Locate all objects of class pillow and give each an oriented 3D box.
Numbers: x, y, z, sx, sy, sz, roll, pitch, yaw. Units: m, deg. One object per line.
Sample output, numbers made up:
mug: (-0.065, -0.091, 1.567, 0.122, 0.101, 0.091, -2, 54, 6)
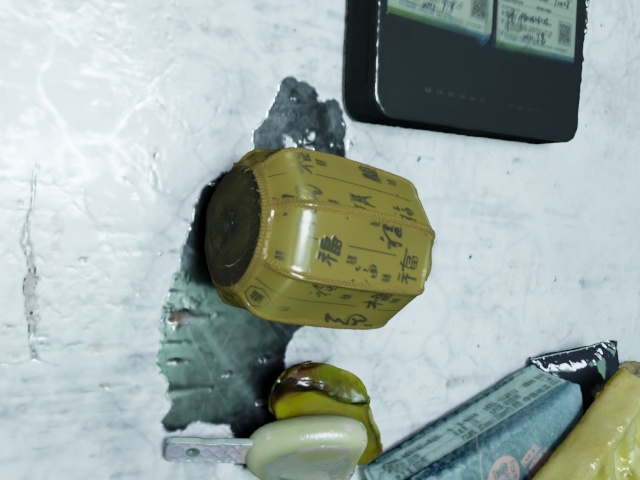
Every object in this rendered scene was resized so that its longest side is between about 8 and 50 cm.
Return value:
pillow: (0.388, 0.251, 0.817, 0.142, 0.055, 0.208, -14, 105, -5)

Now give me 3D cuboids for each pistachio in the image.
pistachio: (0.013, 0.176, 0.584, 0.090, 0.049, 0.173, -35, 123, 10)

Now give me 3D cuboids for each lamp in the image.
lamp: (0.000, 0.000, 0.497, 0.185, 0.161, 0.161, 7, 92, -34)

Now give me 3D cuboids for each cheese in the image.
cheese: (-0.054, 0.206, 0.536, 0.192, 0.037, 0.097, 8, 120, -16)

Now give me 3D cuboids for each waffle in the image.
waffle: (0.350, 0.303, 0.686, 0.274, 0.057, 0.167, -36, 114, -26)

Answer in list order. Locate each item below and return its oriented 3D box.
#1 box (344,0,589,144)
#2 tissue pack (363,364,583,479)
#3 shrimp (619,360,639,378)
box: (0.185, -0.229, 0.643, 0.350, 0.058, 0.211, 0, 94, -32)
tissue pack: (0.214, 0.328, 0.702, 0.316, 0.103, 0.227, -18, 108, -29)
shrimp: (0.528, 0.264, 0.924, 0.255, 0.059, 0.145, -20, 97, -24)
